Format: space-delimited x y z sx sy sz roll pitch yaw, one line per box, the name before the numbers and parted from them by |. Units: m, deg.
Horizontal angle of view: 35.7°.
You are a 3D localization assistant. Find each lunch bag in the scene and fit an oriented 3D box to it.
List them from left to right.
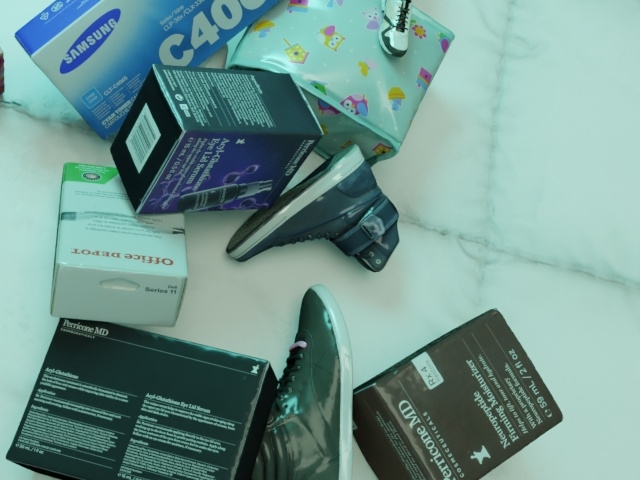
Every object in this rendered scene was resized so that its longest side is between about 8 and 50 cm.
lunch bag | 0.018 -0.253 1.389 0.262 0.160 0.223 31 68 -12

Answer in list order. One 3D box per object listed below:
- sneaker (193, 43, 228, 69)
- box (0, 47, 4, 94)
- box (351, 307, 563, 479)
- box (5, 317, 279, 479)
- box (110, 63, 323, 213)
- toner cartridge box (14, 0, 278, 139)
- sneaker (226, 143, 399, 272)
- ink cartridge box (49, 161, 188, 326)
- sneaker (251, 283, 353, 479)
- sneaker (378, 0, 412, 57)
sneaker | -0.168 -0.173 1.355 0.094 0.090 0.235 28 70 -22
box | -0.517 -0.290 1.253 0.128 0.122 0.257 -29 83 -24
box | 0.161 0.218 1.276 0.203 0.167 0.168 -29 83 -23
box | -0.201 0.207 1.160 0.261 0.103 0.184 13 71 11
box | -0.127 -0.121 1.216 0.207 0.153 0.108 -4 55 -38
toner cartridge box | -0.199 -0.301 1.272 0.348 0.165 0.075 -40 47 -3
sneaker | 0.001 0.000 1.341 0.226 0.086 0.163 -35 107 -1
ink cartridge box | -0.246 0.003 1.210 0.153 0.087 0.208 7 36 -15
sneaker | -0.042 0.196 1.255 0.146 0.104 0.296 3 74 -17
sneaker | 0.102 -0.295 1.324 0.040 0.044 0.109 9 65 -23
